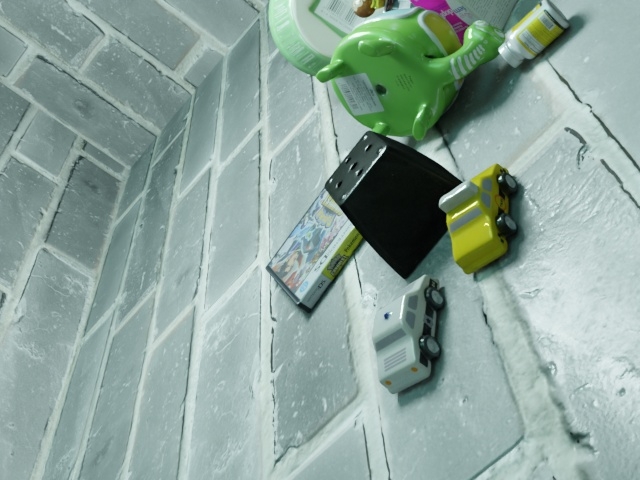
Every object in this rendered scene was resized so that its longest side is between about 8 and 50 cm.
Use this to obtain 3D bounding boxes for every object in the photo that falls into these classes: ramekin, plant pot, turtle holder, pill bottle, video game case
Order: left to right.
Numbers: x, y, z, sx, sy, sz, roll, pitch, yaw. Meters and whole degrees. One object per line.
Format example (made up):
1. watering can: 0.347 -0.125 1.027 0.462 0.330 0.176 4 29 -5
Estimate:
1. video game case: 0.000 0.000 1.802 0.248 0.035 0.275 -54 22 1
2. ramekin: 0.036 -0.555 2.156 0.303 0.303 0.148 -57 15 -6
3. plant pot: 0.116 -0.079 1.508 0.188 0.167 0.187 -52 21 9
4. turtle holder: 0.171 -0.347 1.688 0.227 0.243 0.320 -47 -1 -33
5. pill bottle: 0.367 -0.356 1.535 0.116 0.065 0.065 -42 25 28

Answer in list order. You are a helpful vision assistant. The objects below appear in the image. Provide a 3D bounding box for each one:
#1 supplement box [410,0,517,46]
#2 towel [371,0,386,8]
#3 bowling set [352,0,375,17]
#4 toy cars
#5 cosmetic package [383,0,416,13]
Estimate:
1. supplement box: 0.264 -0.495 1.740 0.111 0.220 0.113 -9 51 62
2. towel: 0.160 -0.564 1.905 0.021 0.102 0.237 7 24 25
3. bowling set: 0.128 -0.436 1.977 0.287 0.200 0.154 -28 36 55
4. toy cars: 0.173 0.038 1.325 0.393 0.087 0.176 -57 22 -7
5. cosmetic package: 0.197 -0.540 1.850 0.099 0.060 0.238 8 84 24
